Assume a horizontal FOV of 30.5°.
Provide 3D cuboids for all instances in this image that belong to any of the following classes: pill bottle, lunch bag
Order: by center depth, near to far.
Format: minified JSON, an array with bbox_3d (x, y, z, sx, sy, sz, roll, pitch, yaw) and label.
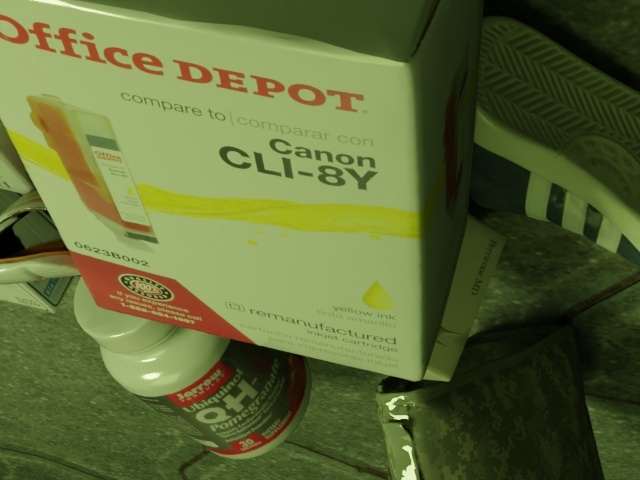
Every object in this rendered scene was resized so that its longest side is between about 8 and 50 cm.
[{"bbox_3d":[0.165,0.236,1.245,0.169,0.235,0.287,-11,-178,40],"label":"lunch bag"},{"bbox_3d":[-0.151,0.126,1.397,0.176,0.176,0.318,0,150,28],"label":"pill bottle"}]

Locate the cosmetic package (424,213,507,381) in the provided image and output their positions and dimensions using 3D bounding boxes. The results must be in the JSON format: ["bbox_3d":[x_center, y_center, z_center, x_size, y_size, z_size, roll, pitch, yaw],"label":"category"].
[{"bbox_3d":[0.000,0.000,1.096,0.309,0.160,0.113,25,169,-18],"label":"cosmetic package"}]

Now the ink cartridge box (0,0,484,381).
[{"bbox_3d":[-0.047,-0.080,0.778,0.279,0.160,0.384,13,151,13],"label":"ink cartridge box"}]

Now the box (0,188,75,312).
[{"bbox_3d":[-0.418,-0.036,1.325,0.169,0.087,0.290,8,153,34],"label":"box"}]

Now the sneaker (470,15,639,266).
[{"bbox_3d":[0.209,-0.055,0.962,0.350,0.131,0.148,33,156,-19],"label":"sneaker"}]

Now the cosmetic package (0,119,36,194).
[{"bbox_3d":[-0.341,-0.195,0.840,0.230,0.161,0.453,14,166,8],"label":"cosmetic package"}]

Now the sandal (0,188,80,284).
[{"bbox_3d":[-0.229,-0.011,1.012,0.102,0.076,0.265,-7,-175,3],"label":"sandal"}]
